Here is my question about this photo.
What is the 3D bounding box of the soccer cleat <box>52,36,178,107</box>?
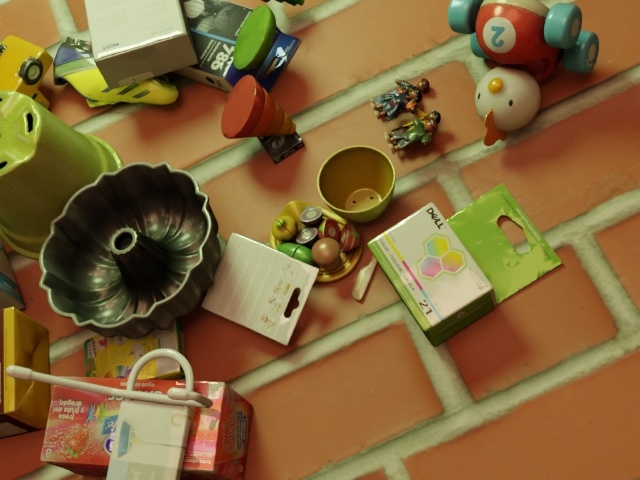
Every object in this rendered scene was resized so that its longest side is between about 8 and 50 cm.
[{"bbox_3d":[-0.407,-0.310,2.006,0.289,0.093,0.121,23,101,20],"label":"soccer cleat"}]

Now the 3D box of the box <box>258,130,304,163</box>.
[{"bbox_3d":[-0.078,-0.192,1.887,0.067,0.018,0.083,-32,63,-1],"label":"box"}]

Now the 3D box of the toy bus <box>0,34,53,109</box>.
[{"bbox_3d":[-0.647,-0.236,2.001,0.108,0.130,0.333,24,75,25],"label":"toy bus"}]

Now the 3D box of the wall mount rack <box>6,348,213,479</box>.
[{"bbox_3d":[-0.326,0.317,1.502,0.304,0.130,0.350,4,73,16],"label":"wall mount rack"}]

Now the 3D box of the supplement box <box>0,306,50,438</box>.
[{"bbox_3d":[-0.594,0.243,1.777,0.194,0.129,0.191,-13,64,9],"label":"supplement box"}]

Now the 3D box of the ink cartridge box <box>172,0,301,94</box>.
[{"bbox_3d":[-0.219,-0.395,1.991,0.332,0.065,0.165,22,74,22],"label":"ink cartridge box"}]

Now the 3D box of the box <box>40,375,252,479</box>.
[{"bbox_3d":[-0.279,0.311,1.649,0.299,0.154,0.142,0,68,14],"label":"box"}]

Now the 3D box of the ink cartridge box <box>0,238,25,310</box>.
[{"bbox_3d":[-0.688,0.044,1.868,0.171,0.168,0.233,-29,63,1],"label":"ink cartridge box"}]

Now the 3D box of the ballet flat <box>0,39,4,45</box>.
[{"bbox_3d":[-0.690,-0.330,2.087,0.080,0.073,0.232,4,68,17],"label":"ballet flat"}]

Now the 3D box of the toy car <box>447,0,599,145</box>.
[{"bbox_3d":[0.321,-0.278,1.724,0.219,0.210,0.238,16,84,32],"label":"toy car"}]

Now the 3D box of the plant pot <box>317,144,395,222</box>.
[{"bbox_3d":[0.068,-0.083,1.751,0.134,0.095,0.134,-5,61,9],"label":"plant pot"}]

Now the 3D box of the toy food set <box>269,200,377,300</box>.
[{"bbox_3d":[0.000,0.000,1.751,0.217,0.071,0.128,25,76,23],"label":"toy food set"}]

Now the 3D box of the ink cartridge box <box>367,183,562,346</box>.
[{"bbox_3d":[0.236,0.021,1.660,0.255,0.097,0.189,-33,64,1],"label":"ink cartridge box"}]

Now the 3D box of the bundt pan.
[{"bbox_3d":[-0.318,0.030,1.768,0.330,0.124,0.331,-9,58,15],"label":"bundt pan"}]

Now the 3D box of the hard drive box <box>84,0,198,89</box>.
[{"bbox_3d":[-0.349,-0.424,1.936,0.181,0.089,0.232,-16,58,1],"label":"hard drive box"}]

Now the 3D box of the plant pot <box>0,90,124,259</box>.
[{"bbox_3d":[-0.535,-0.135,1.857,0.276,0.254,0.276,-6,66,13],"label":"plant pot"}]

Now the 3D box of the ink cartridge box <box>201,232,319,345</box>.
[{"bbox_3d":[-0.100,0.083,1.745,0.179,0.045,0.145,22,88,19],"label":"ink cartridge box"}]

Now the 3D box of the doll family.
[{"bbox_3d":[0.159,-0.229,1.808,0.111,0.076,0.193,-26,60,9],"label":"doll family"}]

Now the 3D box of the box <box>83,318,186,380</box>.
[{"bbox_3d":[-0.326,0.206,1.769,0.179,0.043,0.105,-12,65,8],"label":"box"}]

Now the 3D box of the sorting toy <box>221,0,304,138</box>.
[{"bbox_3d":[-0.085,-0.336,1.883,0.127,0.126,0.366,-25,52,52],"label":"sorting toy"}]
